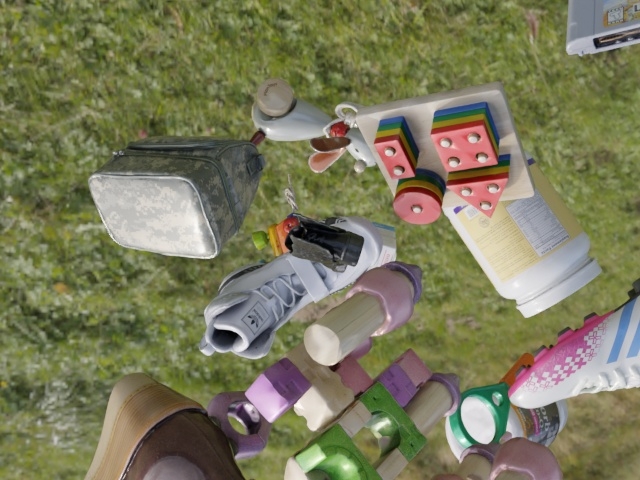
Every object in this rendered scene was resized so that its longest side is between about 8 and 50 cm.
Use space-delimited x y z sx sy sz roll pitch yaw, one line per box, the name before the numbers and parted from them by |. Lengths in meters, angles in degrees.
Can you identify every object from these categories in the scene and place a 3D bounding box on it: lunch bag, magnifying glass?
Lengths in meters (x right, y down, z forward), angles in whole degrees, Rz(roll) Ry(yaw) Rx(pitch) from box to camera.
lunch bag | -0.298 -0.119 1.617 0.305 0.256 0.212 4 125 27
magnifying glass | 0.273 0.241 1.168 0.231 0.092 0.026 -32 173 -41

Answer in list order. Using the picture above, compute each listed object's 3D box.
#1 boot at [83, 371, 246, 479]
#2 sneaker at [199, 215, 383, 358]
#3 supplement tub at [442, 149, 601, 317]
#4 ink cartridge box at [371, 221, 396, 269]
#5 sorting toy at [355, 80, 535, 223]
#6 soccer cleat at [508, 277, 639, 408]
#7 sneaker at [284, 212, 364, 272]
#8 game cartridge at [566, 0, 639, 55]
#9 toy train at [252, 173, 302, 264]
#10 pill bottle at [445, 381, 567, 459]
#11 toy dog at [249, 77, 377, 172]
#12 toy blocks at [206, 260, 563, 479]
boot | -0.107 0.245 0.576 0.090 0.207 0.248 -13 125 -41
sneaker | -0.059 0.094 1.348 0.366 0.210 0.137 -26 107 26
supplement tub | 0.462 -0.016 1.746 0.241 0.331 0.241 -33 173 -4
ink cartridge box | 0.133 0.037 1.772 0.060 0.180 0.104 16 111 -2
sorting toy | 0.218 -0.130 1.330 0.257 0.089 0.255 -7 138 27
soccer cleat | 0.429 0.163 1.079 0.331 0.143 0.116 -37 156 5
sneaker | -0.001 0.003 0.898 0.089 0.051 0.170 15 174 -6
game cartridge | 0.660 -0.491 1.563 0.297 0.198 0.062 -8 145 30
toy train | -0.105 -0.024 1.863 0.143 0.248 0.105 -18 174 16
pill bottle | 0.387 0.365 1.542 0.162 0.162 0.278 -37 159 34
toy dog | -0.034 -0.233 1.731 0.334 0.161 0.220 21 168 19
toy blocks | 0.073 0.200 0.837 0.260 0.288 0.309 -31 168 -51
